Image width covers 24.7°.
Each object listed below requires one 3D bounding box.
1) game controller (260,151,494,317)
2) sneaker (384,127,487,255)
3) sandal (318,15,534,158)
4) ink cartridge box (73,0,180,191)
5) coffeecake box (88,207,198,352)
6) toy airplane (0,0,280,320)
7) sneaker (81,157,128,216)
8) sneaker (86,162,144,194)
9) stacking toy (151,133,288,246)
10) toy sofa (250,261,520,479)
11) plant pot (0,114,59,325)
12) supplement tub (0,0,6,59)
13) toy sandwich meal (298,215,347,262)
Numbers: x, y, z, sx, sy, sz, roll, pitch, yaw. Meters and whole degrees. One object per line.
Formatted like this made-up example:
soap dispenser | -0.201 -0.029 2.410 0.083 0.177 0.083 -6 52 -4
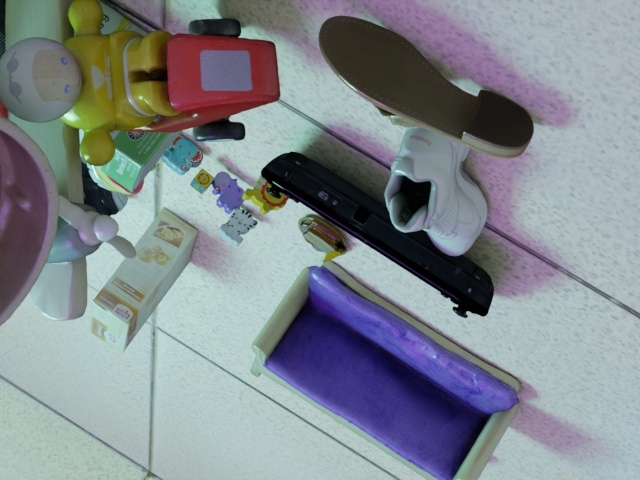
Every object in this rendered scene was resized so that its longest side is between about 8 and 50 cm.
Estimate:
game controller | 0.070 -0.003 1.769 0.319 0.067 0.166 33 172 5
sneaker | 0.115 -0.044 1.607 0.090 0.115 0.232 20 152 29
sandal | 0.097 -0.137 1.493 0.240 0.088 0.079 27 150 4
ink cartridge box | -0.267 -0.188 1.781 0.212 0.154 0.093 35 156 0
coffeecake box | -0.269 0.062 2.212 0.068 0.185 0.142 33 156 3
toy airplane | -0.287 -0.168 1.560 0.386 0.384 0.272 44 -170 8
sneaker | -0.424 -0.095 2.159 0.268 0.153 0.101 40 155 -13
sneaker | -0.282 -0.146 1.926 0.094 0.081 0.208 35 155 50
stacking toy | -0.155 -0.093 1.951 0.221 0.052 0.167 39 156 -3
toy sofa | 0.089 0.196 2.048 0.362 0.150 0.177 33 157 5
plant pot | -0.480 -0.068 1.441 0.305 0.334 0.334 44 165 35
supplement tub | -0.429 -0.252 1.917 0.117 0.117 0.190 6 143 47
toy sandwich meal | 0.000 0.000 1.943 0.086 0.029 0.085 28 155 14
